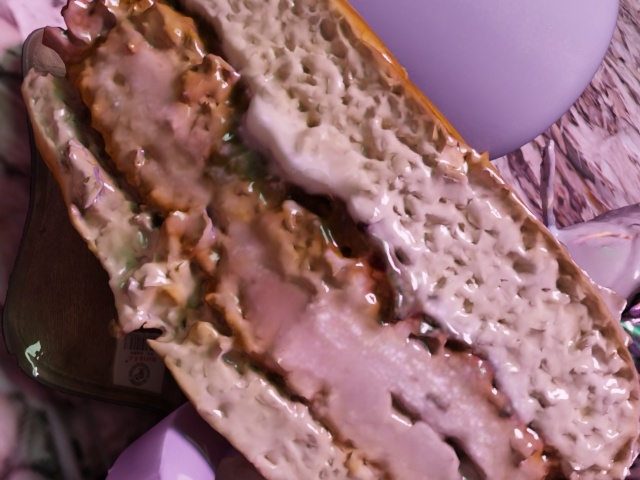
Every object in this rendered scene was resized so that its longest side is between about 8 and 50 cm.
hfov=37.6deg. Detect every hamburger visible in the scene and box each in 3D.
[{"bbox_3d":[0.000,0.000,0.415,0.282,0.155,0.245,46,9,-27],"label":"hamburger"}]

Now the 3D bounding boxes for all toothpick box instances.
[{"bbox_3d":[0.071,-0.207,0.672,0.355,0.263,0.263,32,40,-35],"label":"toothpick box"}]

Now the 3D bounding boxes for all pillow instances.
[{"bbox_3d":[-0.100,-0.013,0.489,0.130,0.033,0.217,25,44,-42],"label":"pillow"}]

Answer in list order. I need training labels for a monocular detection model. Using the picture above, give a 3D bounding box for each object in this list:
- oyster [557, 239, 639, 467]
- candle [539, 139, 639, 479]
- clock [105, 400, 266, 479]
[{"bbox_3d":[0.101,0.133,0.510,0.198,0.133,0.337,6,54,-6],"label":"oyster"},{"bbox_3d":[0.233,0.065,0.713,0.330,0.187,0.187,44,35,-17],"label":"candle"},{"bbox_3d":[-0.031,0.145,0.373,0.172,0.064,0.198,46,5,-40],"label":"clock"}]
